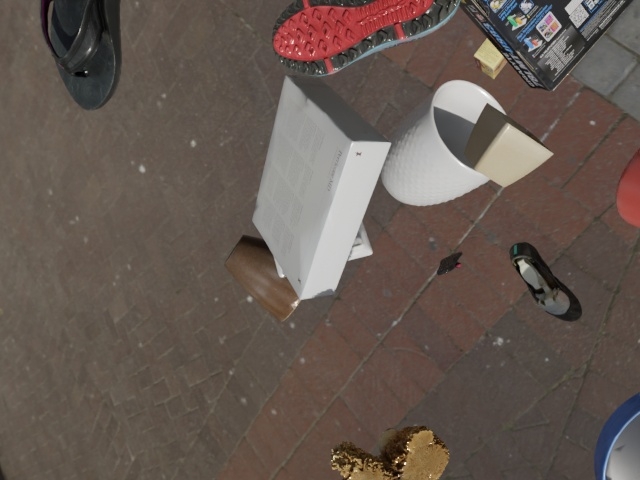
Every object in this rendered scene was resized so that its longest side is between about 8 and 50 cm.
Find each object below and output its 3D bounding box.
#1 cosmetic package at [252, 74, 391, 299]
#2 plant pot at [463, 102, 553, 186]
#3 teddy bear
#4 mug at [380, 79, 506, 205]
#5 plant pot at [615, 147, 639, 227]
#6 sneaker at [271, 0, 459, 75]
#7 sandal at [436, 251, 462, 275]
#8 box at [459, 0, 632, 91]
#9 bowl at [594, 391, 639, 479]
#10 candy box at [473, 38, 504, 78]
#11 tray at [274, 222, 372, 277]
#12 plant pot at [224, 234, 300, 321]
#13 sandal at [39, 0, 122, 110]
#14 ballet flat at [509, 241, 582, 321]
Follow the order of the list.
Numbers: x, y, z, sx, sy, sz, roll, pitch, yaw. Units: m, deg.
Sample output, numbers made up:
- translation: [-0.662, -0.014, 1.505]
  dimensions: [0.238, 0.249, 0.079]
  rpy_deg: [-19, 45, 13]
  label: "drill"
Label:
- translation: [-0.020, -0.110, 1.081]
  dimensions: [0.284, 0.097, 0.377]
  rpy_deg: [57, 140, 41]
  label: "cosmetic package"
- translation: [0.320, -0.161, 0.910]
  dimensions: [0.096, 0.109, 0.109]
  rpy_deg: [-54, 21, 27]
  label: "plant pot"
- translation: [0.078, 0.459, 0.920]
  dimensions: [0.338, 0.245, 0.113]
  rpy_deg: [-58, 25, -5]
  label: "teddy bear"
- translation: [0.336, -0.283, 1.470]
  dimensions: [0.328, 0.276, 0.374]
  rpy_deg: [-36, 35, 58]
  label: "mug"
- translation: [0.892, -0.105, 1.197]
  dimensions: [0.243, 0.275, 0.275]
  rpy_deg: [-115, 37, -59]
  label: "plant pot"
- translation: [0.064, -0.285, 0.699]
  dimensions: [0.261, 0.125, 0.104]
  rpy_deg: [-7, 99, 21]
  label: "sneaker"
- translation: [0.394, 0.078, 1.558]
  dimensions: [0.067, 0.179, 0.040]
  rpy_deg: [-27, 94, 32]
  label: "sandal"
- translation: [0.383, -0.456, 0.841]
  dimensions: [0.295, 0.293, 0.073]
  rpy_deg: [-50, 23, 10]
  label: "box"
- translation: [0.787, 0.484, 1.098]
  dimensions: [0.391, 0.077, 0.391]
  rpy_deg: [1, 99, 4]
  label: "bowl"
- translation: [0.650, -0.713, 1.720]
  dimensions: [0.087, 0.183, 0.316]
  rpy_deg: [39, 106, 11]
  label: "candy box"
- translation: [0.000, 0.000, 1.408]
  dimensions: [0.030, 0.270, 0.145]
  rpy_deg: [111, 143, -71]
  label: "tray"
- translation: [-0.158, 0.087, 1.515]
  dimensions: [0.230, 0.215, 0.215]
  rpy_deg: [33, 127, -9]
  label: "plant pot"
- translation: [-0.459, -0.444, 0.960]
  dimensions: [0.167, 0.107, 0.446]
  rpy_deg: [34, 130, 9]
  label: "sandal"
- translation: [0.613, 0.131, 1.421]
  dimensions: [0.280, 0.096, 0.095]
  rpy_deg: [50, 126, 0]
  label: "ballet flat"
